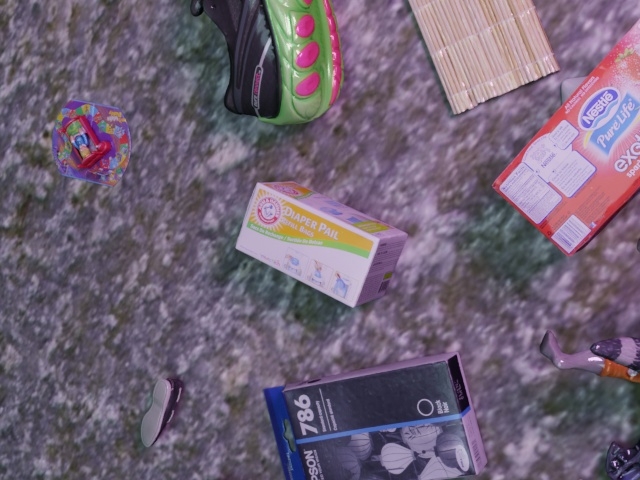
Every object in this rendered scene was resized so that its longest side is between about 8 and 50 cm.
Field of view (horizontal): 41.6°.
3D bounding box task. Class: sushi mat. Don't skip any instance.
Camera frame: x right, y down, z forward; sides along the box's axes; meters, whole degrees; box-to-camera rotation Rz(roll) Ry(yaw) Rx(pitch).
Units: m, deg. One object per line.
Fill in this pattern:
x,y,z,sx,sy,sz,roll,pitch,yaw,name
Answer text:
0.189,-0.339,1.123,0.151,0.019,0.317,-23,85,26,sushi mat

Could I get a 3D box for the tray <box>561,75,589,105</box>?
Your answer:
0.431,-0.140,1.022,0.270,0.030,0.145,-3,93,26,tray

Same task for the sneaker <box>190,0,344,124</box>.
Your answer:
-0.100,-0.398,1.166,0.202,0.185,0.483,-6,89,28,sneaker

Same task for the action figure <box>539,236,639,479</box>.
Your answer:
0.420,0.189,0.966,0.330,0.178,0.341,31,113,-2,action figure

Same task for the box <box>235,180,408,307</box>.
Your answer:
0.000,0.000,1.194,0.203,0.114,0.103,26,105,22,box

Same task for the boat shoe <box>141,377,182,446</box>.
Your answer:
-0.262,0.283,1.389,0.046,0.038,0.125,28,106,40,boat shoe

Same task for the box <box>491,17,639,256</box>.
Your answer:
0.340,-0.117,0.982,0.128,0.122,0.257,45,111,15,box

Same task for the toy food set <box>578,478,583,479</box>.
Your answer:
0.326,0.381,1.129,0.078,0.019,0.122,45,111,15,toy food set

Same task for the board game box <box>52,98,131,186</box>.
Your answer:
-0.394,-0.164,1.409,0.168,0.033,0.133,14,101,23,board game box

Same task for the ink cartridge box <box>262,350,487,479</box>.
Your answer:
0.059,0.273,1.223,0.332,0.065,0.165,-16,89,27,ink cartridge box
